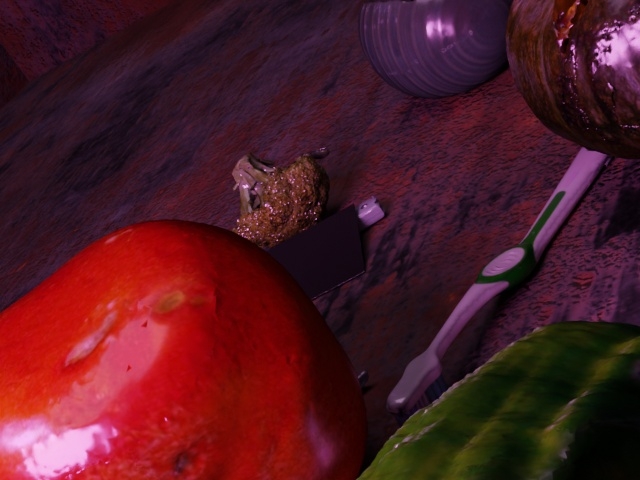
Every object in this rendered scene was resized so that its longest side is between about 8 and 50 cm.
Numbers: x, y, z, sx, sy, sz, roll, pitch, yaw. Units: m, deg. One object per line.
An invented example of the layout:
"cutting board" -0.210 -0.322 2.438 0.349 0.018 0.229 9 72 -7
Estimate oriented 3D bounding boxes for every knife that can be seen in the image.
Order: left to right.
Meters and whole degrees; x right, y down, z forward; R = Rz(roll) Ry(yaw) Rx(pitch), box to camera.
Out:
"knife" 0.000 0.000 1.579 0.162 0.023 0.044 -31 21 9

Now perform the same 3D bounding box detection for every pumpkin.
"pumpkin" 0.322 -0.206 1.295 0.320 0.192 0.320 -26 21 11

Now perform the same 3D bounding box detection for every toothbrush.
"toothbrush" 0.169 0.019 1.243 0.042 0.040 0.418 -2 36 41

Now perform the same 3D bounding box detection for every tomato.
"tomato" -0.129 0.145 1.065 0.325 0.293 0.290 -39 41 7

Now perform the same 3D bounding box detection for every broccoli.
"broccoli" -0.049 -0.051 1.636 0.130 0.120 0.131 -43 -11 -47

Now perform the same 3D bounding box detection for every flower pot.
"flower pot" 0.151 -0.271 1.773 0.189 0.157 0.243 -39 19 -16

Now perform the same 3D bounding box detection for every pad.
"pad" -0.038 0.039 1.537 0.190 0.004 0.127 -28 34 15

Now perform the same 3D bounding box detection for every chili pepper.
"chili pepper" 0.123 0.161 0.717 0.385 0.213 0.167 -38 -16 -50

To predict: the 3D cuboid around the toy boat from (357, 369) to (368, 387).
"toy boat" -0.013 0.152 1.250 0.122 0.034 0.096 -29 20 -12
